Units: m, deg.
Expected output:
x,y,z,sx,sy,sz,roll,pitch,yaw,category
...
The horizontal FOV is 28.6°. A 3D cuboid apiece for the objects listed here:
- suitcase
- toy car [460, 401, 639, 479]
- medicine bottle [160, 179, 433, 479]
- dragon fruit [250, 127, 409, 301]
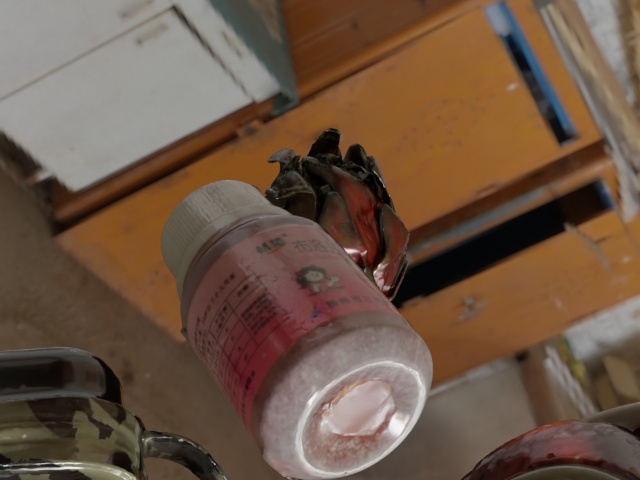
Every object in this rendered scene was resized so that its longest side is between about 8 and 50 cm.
x,y,z,sx,sy,sz,roll,pitch,yaw,category
-0.228,0.219,0.883,0.352,0.339,0.194,98,-15,-50,suitcase
0.070,0.111,0.314,0.112,0.112,0.139,21,43,-58,toy car
-0.030,0.058,0.952,0.247,0.147,0.147,50,1,44,medicine bottle
0.003,0.006,1.216,0.189,0.182,0.182,53,18,-54,dragon fruit
